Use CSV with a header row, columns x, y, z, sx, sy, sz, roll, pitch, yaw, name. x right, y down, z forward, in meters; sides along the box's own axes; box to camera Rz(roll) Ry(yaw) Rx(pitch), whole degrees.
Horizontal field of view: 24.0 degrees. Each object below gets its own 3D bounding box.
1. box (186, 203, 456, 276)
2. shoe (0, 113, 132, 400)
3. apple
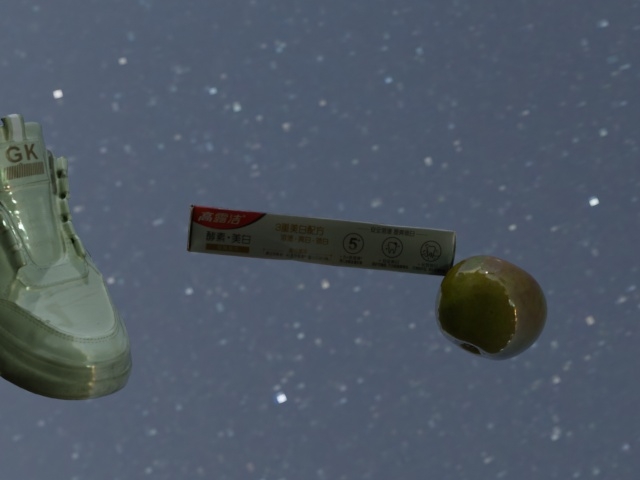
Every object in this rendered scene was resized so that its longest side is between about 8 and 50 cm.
x,y,z,sx,sy,sz,roll,pitch,yaw,name
0.000,0.000,1.233,0.055,0.218,0.039,-140,-125,-85,box
-0.245,-0.020,1.195,0.316,0.124,0.159,38,-56,29,shoe
0.135,0.055,1.193,0.089,0.074,0.089,26,-13,6,apple
